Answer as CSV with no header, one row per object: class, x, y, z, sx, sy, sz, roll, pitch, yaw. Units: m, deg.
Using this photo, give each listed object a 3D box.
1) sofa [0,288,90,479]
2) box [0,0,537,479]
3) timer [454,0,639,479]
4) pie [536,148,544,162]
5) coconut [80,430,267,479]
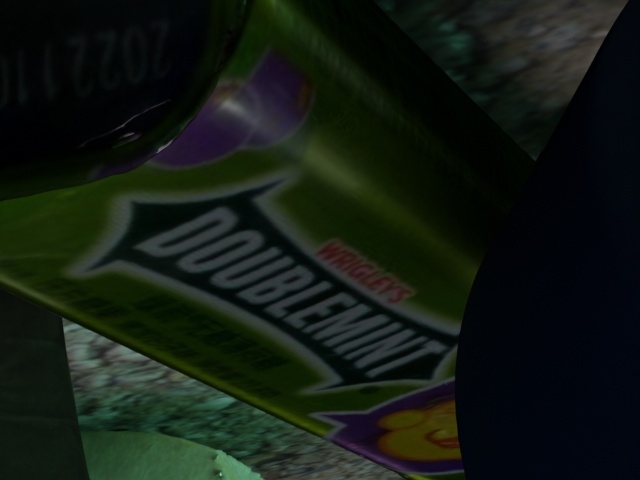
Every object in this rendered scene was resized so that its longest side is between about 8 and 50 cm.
sofa,-0.193,0.071,0.528,0.210,0.225,0.176,-22,162,40
box,0.000,0.000,0.561,0.134,0.097,0.345,-20,154,20
timer,0.189,-0.049,0.359,0.270,0.270,0.383,-6,142,-12
pie,0.160,-0.035,0.688,0.154,0.036,0.154,-8,164,-2
coconut,-0.123,0.312,1.057,0.345,0.415,0.415,-35,160,2
